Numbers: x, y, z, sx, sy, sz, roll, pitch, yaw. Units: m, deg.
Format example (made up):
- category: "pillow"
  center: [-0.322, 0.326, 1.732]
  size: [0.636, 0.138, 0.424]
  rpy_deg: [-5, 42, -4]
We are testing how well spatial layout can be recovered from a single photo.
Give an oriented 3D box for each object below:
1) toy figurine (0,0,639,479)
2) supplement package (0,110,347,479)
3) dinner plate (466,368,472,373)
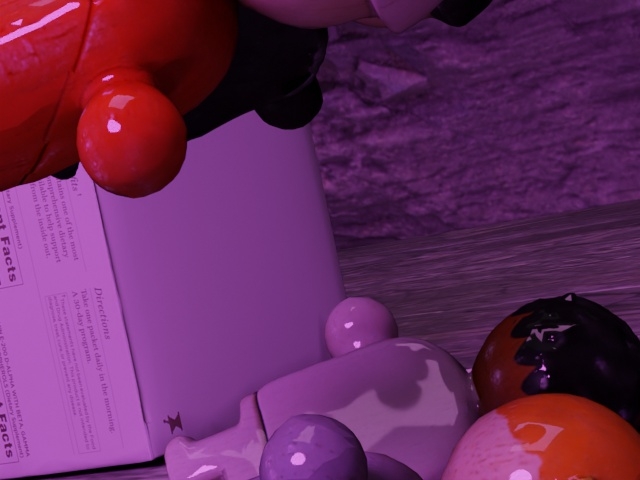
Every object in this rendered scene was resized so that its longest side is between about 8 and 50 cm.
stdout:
- category: "toy figurine"
  center: [0.000, 0.000, 0.477]
  size: [0.148, 0.209, 0.213]
  rpy_deg: [-23, 1, 8]
- category: "supplement package"
  center: [-0.110, -0.028, 1.019]
  size: [0.145, 0.262, 0.204]
  rpy_deg: [-10, 3, 32]
- category: "dinner plate"
  center: [0.057, 0.071, 0.862]
  size: [0.141, 0.017, 0.141]
  rpy_deg: [-13, 3, 1]
